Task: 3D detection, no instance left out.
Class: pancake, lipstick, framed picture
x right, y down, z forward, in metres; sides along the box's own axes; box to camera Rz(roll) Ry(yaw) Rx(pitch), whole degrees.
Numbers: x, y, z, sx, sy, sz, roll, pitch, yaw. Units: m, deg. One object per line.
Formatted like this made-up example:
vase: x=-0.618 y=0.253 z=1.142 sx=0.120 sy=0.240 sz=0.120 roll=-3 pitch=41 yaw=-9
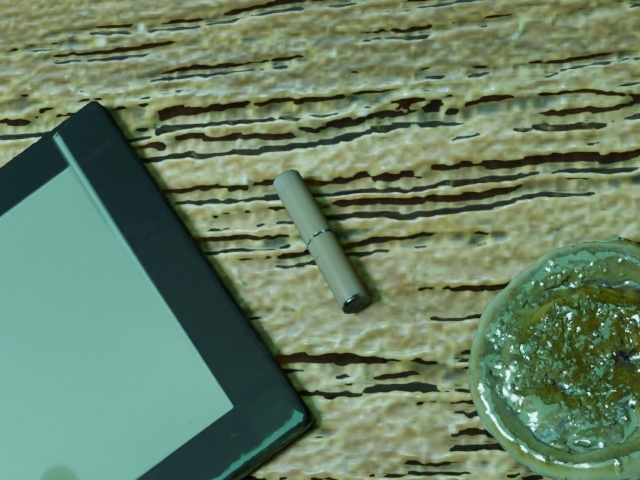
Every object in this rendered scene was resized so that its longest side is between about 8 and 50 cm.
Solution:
pancake: x=0.146 y=0.066 z=0.944 sx=0.139 sy=0.022 sz=0.140 roll=-6 pitch=68 yaw=15
lipstick: x=0.000 y=0.000 z=1.018 sx=0.019 sy=0.019 sz=0.094 roll=-30 pitch=63 yaw=3
framed picture: x=-0.208 y=0.106 z=1.041 sx=0.347 sy=0.016 sz=0.265 roll=-37 pitch=63 yaw=0
